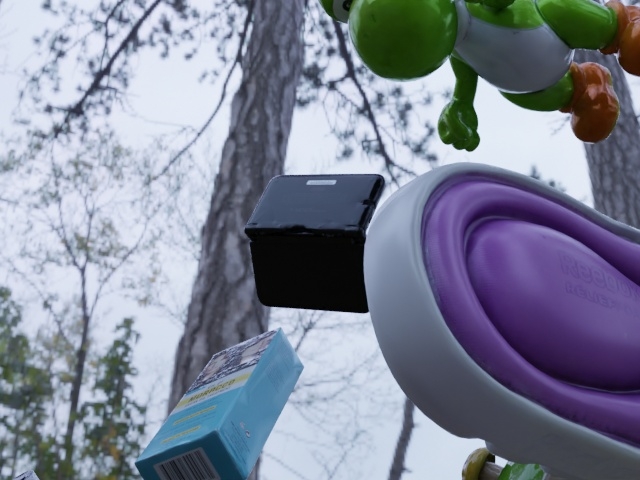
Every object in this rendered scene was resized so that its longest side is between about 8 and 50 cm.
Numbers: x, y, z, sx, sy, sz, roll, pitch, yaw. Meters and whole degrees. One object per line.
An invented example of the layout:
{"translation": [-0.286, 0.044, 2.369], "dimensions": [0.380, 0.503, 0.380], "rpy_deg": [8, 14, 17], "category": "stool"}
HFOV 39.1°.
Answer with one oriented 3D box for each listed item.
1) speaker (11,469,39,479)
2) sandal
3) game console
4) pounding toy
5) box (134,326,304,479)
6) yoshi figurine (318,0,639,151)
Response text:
{"translation": [-0.348, 0.358, 1.131], "dimensions": [0.055, 0.055, 0.136], "rpy_deg": [-26, -79, 25], "category": "speaker"}
{"translation": [0.210, 0.052, 0.421], "dimensions": [0.416, 0.170, 0.102], "rpy_deg": [9, -31, -32], "category": "sandal"}
{"translation": [0.000, 0.000, 0.814], "dimensions": [0.122, 0.107, 0.071], "rpy_deg": [2, -40, 30], "category": "game console"}
{"translation": [0.182, 0.281, 0.938], "dimensions": [0.110, 0.236, 0.183], "rpy_deg": [16, -70, 31], "category": "pounding toy"}
{"translation": [-0.098, 0.180, 0.959], "dimensions": [0.100, 0.244, 0.060], "rpy_deg": [-25, -79, 18], "category": "box"}
{"translation": [0.170, -0.203, 0.947], "dimensions": [0.362, 0.204, 0.203], "rpy_deg": [14, -1, -10], "category": "yoshi figurine"}
